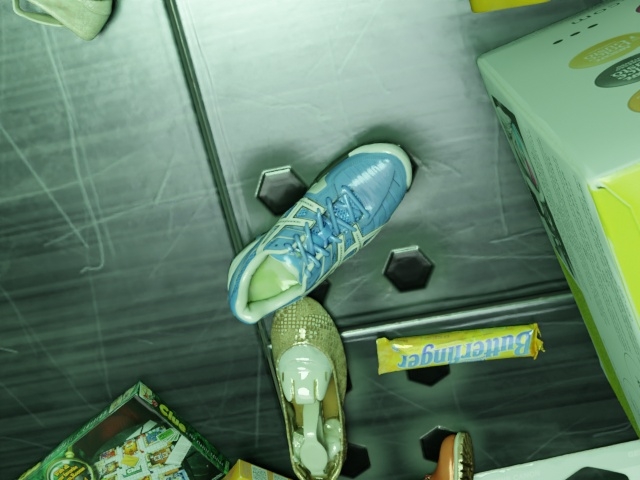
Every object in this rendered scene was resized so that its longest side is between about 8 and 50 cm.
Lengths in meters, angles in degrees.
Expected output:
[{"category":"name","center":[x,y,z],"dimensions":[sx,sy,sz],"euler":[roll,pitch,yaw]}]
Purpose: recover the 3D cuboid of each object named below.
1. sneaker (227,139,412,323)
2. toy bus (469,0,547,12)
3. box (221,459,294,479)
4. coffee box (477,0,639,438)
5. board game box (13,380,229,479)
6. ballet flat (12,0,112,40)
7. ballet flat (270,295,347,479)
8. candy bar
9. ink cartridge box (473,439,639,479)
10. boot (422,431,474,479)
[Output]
[{"category":"sneaker","center":[0.000,0.000,0.674],"dimensions":[0.080,0.081,0.211],"euler":[42,107,-12]},{"category":"toy bus","center":[0.135,-0.265,0.547],"dimensions":[0.191,0.104,0.202],"euler":[24,80,-38]},{"category":"box","center":[-0.050,0.287,0.814],"dimensions":[0.136,0.028,0.081],"euler":[29,112,-21]},{"category":"coffee box","center":[0.346,-0.013,0.519],"dimensions":[0.338,0.334,0.338],"euler":[-23,110,11]},{"category":"board game box","center":[-0.237,0.269,0.825],"dimensions":[0.260,0.030,0.136],"euler":[-38,109,16]},{"category":"ballet flat","center":[-0.250,-0.209,0.611],"dimensions":[0.168,0.057,0.052],"euler":[26,124,-8]},{"category":"ballet flat","center":[-0.007,0.155,0.746],"dimensions":[0.073,0.067,0.206],"euler":[-8,112,7]},{"category":"candy bar","center":[0.135,0.104,0.748],"dimensions":[0.162,0.018,0.040],"euler":[-6,113,6]},{"category":"ink cartridge box","center":[0.302,0.334,0.819],"dimensions":[0.275,0.060,0.238],"euler":[-15,87,8]},{"category":"boot","center":[0.112,0.267,0.797],"dimensions":[0.085,0.059,0.157],"euler":[12,101,23]}]
